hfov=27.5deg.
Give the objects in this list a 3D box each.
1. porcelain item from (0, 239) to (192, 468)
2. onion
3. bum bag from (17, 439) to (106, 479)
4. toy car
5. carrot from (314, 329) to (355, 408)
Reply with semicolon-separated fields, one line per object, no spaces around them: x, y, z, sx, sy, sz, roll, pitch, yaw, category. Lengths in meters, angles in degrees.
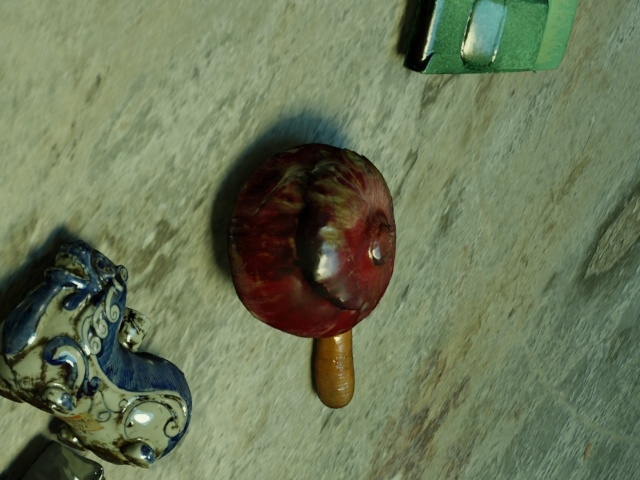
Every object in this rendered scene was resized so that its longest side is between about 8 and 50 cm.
-0.250;0.138;1.494;0.288;0.138;0.186;48;57;-44;porcelain item
0.000;0.000;1.625;0.246;0.190;0.246;-10;102;-54;onion
-0.379;0.371;1.497;0.340;0.095;0.144;-41;114;-24;bum bag
0.245;-0.291;1.795;0.321;0.097;0.141;-8;117;-44;toy car
0.021;0.127;1.824;0.059;0.059;0.247;-20;121;-39;carrot
